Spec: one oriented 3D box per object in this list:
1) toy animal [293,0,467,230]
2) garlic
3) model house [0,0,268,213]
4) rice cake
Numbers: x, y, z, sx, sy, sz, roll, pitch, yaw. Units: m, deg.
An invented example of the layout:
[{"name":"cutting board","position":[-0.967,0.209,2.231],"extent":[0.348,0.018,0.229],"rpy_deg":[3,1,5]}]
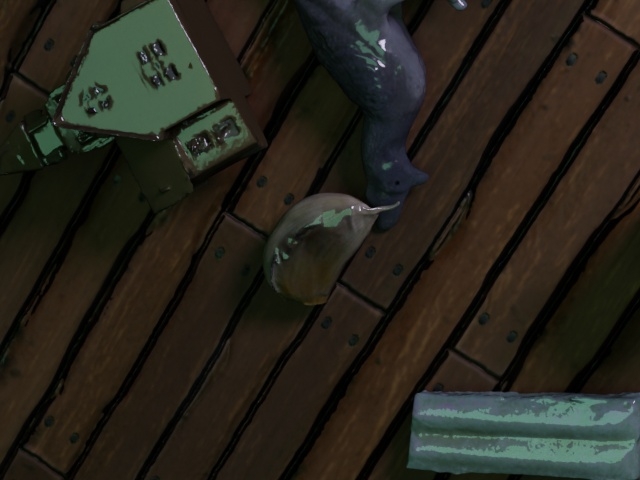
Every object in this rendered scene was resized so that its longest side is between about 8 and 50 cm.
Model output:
[{"name":"toy animal","position":[0.041,-0.201,1.435],"extent":[0.206,0.081,0.367],"rpy_deg":[-26,96,34]},{"name":"garlic","position":[-0.002,-0.005,1.501],"extent":[0.084,0.066,0.152],"rpy_deg":[24,115,-20]},{"name":"model house","position":[-0.194,-0.100,1.458],"extent":[0.248,0.181,0.176],"rpy_deg":[-27,93,11]},{"name":"rice cake","position":[0.193,0.181,1.498],"extent":[0.226,0.040,0.085],"rpy_deg":[0,101,13]}]
